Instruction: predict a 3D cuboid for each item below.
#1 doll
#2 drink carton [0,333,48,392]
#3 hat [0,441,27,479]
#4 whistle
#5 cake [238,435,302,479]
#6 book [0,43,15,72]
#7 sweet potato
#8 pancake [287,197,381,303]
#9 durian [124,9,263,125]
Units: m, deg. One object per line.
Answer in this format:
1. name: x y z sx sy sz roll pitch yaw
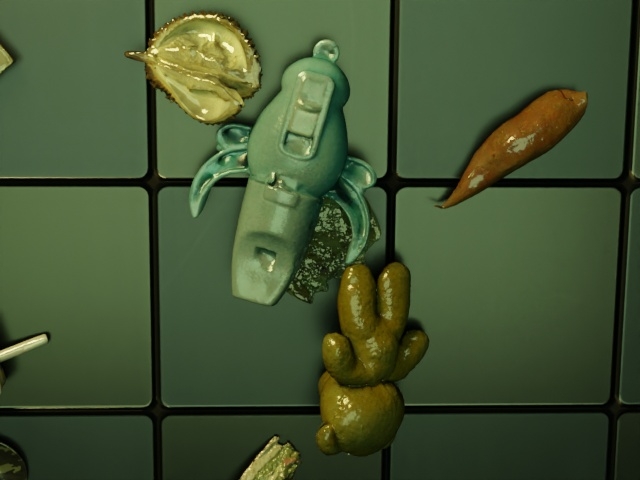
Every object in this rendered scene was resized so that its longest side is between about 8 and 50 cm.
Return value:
1. doll: 0.044 0.122 1.328 0.137 0.097 0.209 1 99 -43
2. drink carton: -0.383 0.139 1.317 0.200 0.074 0.084 -16 102 2
3. hat: -0.375 0.260 1.353 0.121 0.050 0.121 -1 100 -5
4. whistle: -0.029 -0.068 1.272 0.186 0.093 0.274 17 96 0
5. cake: -0.074 0.279 1.370 0.051 0.055 0.140 35 96 -2
6. book: -0.481 -0.172 1.275 0.283 0.025 0.215 -40 99 7
7. sweet potato: 0.195 -0.093 1.307 0.195 0.056 0.056 -37 101 10
8. pancake: -0.004 -0.004 1.329 0.129 0.022 0.116 -32 95 5
9. durian: -0.123 -0.173 1.266 0.140 0.071 0.110 11 93 4
